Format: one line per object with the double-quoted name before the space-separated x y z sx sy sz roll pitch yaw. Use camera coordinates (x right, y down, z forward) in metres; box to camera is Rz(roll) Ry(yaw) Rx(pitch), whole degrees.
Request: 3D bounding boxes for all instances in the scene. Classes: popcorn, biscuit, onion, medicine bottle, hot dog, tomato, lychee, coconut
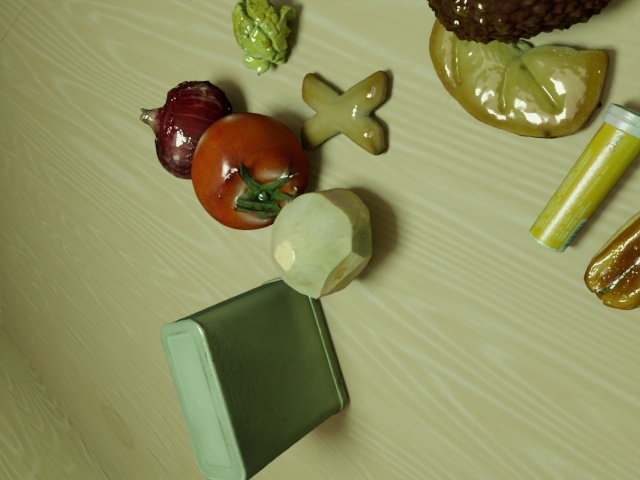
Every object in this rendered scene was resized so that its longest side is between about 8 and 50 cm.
"popcorn" -0.131 -0.450 0.962 0.162 0.135 0.142 -36 85 36
"biscuit" 0.042 -0.261 0.924 0.207 0.047 0.165 13 108 37
"onion" -0.326 -0.274 1.098 0.252 0.219 0.252 -53 25 38
"medicine bottle" 0.396 -0.085 0.665 0.074 0.073 0.218 39 123 26
"hot dog" 0.478 -0.002 0.620 0.250 0.068 0.100 -55 54 31
"tomato" -0.153 -0.150 0.983 0.225 0.255 0.256 56 130 32
"biscuit" 0.293 -0.265 0.722 0.299 0.045 0.154 36 121 28
"lychee" 0.281 -0.383 0.588 0.271 0.271 0.272 11 107 37
"coconut" 0.000 0.000 0.906 0.237 0.236 0.197 -47 69 36

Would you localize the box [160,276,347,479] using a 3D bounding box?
"box" -0.135 0.285 1.007 0.177 0.343 0.352 -17 90 38
